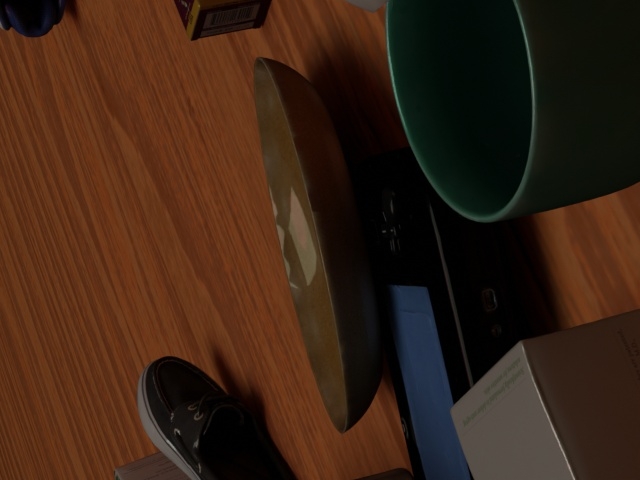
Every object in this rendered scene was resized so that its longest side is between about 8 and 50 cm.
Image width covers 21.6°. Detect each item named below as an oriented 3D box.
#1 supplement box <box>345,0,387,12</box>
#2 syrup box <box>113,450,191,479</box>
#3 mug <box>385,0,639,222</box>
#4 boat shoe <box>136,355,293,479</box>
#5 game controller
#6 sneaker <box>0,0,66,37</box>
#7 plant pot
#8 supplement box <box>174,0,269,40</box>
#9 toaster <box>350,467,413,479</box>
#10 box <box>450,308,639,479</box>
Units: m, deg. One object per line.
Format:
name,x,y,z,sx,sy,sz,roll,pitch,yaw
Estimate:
supplement box,0.022,-0.217,0.643,0.114,0.111,0.220,-21,50,69
syrup box,-0.085,0.274,1.389,0.237,0.096,0.093,46,149,51
mug,0.101,-0.085,0.685,0.158,0.097,0.129,122,131,-61
boat shoe,-0.079,0.162,1.339,0.228,0.080,0.076,57,146,39
game controller,0.076,0.106,0.915,0.166,0.067,0.319,173,85,-69
sneaker,-0.307,-0.247,1.618,0.296,0.112,0.131,146,108,-69
plant pot,0.000,0.000,1.031,0.236,0.032,0.236,167,90,-83
supplement box,-0.075,-0.184,1.137,0.043,0.055,0.083,116,137,-60
toaster,-0.021,0.231,1.108,0.185,0.168,0.110,132,125,-64
box,0.126,0.096,0.749,0.101,0.087,0.102,123,130,-62
